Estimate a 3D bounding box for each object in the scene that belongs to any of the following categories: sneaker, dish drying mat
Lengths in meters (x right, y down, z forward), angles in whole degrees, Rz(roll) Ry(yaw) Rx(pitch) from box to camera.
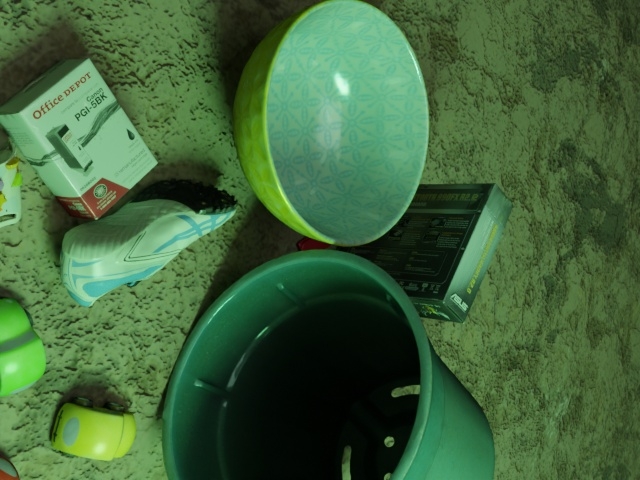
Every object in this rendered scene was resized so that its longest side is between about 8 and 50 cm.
[{"bbox_3d":[-0.188,-0.004,0.896,0.237,0.085,0.086,-30,144,-45],"label":"sneaker"},{"bbox_3d":[0.000,0.000,1.130,0.083,0.008,0.032,-34,119,-39],"label":"dish drying mat"}]

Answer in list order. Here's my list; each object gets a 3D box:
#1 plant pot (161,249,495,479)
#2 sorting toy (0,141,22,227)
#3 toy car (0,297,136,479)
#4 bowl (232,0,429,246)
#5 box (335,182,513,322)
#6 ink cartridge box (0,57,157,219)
[{"bbox_3d":[0.042,0.236,0.996,0.334,0.341,0.341,42,65,-49],"label":"plant pot"},{"bbox_3d":[-0.319,-0.043,0.781,0.083,0.044,0.075,-32,136,-39],"label":"sorting toy"},{"bbox_3d":[-0.295,0.168,0.811,0.239,0.053,0.225,-25,112,-42],"label":"toy car"},{"bbox_3d":[-0.012,-0.142,0.995,0.289,0.156,0.290,-7,100,-45],"label":"bowl"},{"bbox_3d":[0.125,0.010,1.101,0.056,0.231,0.183,44,63,-36],"label":"box"},{"bbox_3d":[-0.247,-0.104,0.828,0.099,0.056,0.135,-50,127,-29],"label":"ink cartridge box"}]
